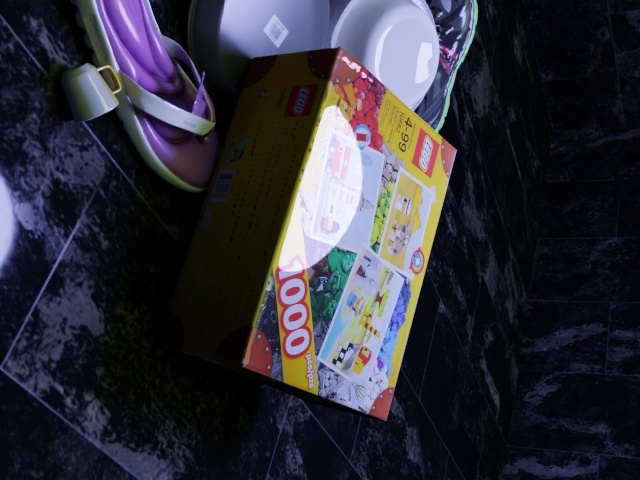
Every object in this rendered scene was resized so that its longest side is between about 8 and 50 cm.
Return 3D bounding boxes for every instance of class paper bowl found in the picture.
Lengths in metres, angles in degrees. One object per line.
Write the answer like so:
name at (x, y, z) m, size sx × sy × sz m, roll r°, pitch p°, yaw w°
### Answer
paper bowl at (0.117, -0.358, 1.618) m, size 0.284 × 0.148 × 0.284 m, roll -15°, pitch 114°, yaw -36°

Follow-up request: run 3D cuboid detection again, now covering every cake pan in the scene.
cake pan at (-0.090, -0.358, 1.391) m, size 0.293 × 0.054 × 0.293 m, roll -28°, pitch 132°, yaw -38°

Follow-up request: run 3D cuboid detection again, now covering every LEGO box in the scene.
LEGO box at (0.000, 0.000, 1.372) m, size 0.372 × 0.193 × 0.499 m, roll 30°, pitch 71°, yaw -46°

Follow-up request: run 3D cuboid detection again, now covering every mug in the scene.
mug at (-0.303, -0.197, 1.089) m, size 0.078 × 0.062 × 0.064 m, roll -83°, pitch 152°, yaw -65°

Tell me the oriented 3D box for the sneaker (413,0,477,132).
sneaker at (0.242, -0.459, 2.002) m, size 0.202 × 0.185 × 0.482 m, roll -5°, pitch 107°, yaw -56°

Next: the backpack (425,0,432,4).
backpack at (0.106, -0.537, 1.774) m, size 0.253 × 0.191 × 0.225 m, roll 39°, pitch 57°, yaw -53°

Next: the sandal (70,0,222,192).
sandal at (-0.221, -0.224, 1.196) m, size 0.416 × 0.102 × 0.169 m, roll 62°, pitch 37°, yaw -43°
